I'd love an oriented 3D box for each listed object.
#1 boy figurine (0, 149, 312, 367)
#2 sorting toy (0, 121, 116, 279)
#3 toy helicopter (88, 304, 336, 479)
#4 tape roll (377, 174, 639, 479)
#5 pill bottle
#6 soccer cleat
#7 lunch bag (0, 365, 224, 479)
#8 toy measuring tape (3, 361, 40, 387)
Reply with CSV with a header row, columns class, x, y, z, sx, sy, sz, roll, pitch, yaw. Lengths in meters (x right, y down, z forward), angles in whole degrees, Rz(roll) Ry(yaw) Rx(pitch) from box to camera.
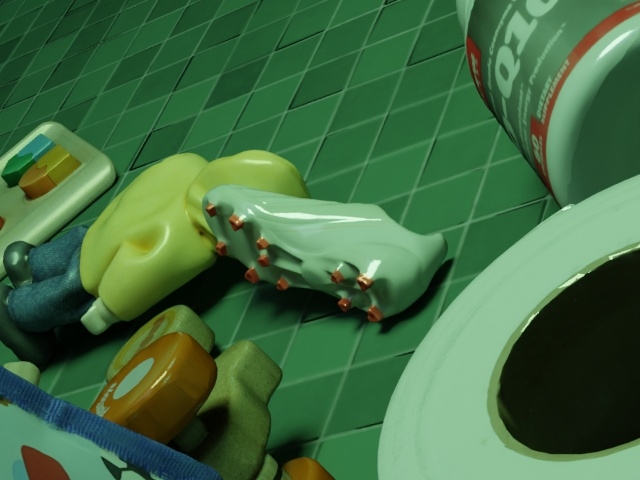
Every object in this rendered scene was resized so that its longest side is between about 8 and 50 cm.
class,x,y,z,sx,sy,sz,roll,pitch,yaw
boy figurine,-0.126,-0.002,1.365,0.285,0.092,0.177,-22,30,25
sorting toy,-0.301,-0.037,1.687,0.193,0.038,0.208,-41,27,-8
toy helicopter,-0.120,0.140,1.135,0.235,0.140,0.355,-42,15,10
tape roll,0.169,0.101,0.761,0.246,0.169,0.246,-28,29,17
pill bottle,0.181,-0.112,1.093,0.161,0.161,0.283,-34,27,6
soccer cleat,0.000,0.000,1.219,0.196,0.068,0.076,22,49,38
lunch bag,-0.224,0.295,0.839,0.385,0.239,0.328,-49,20,30
toy measuring tape,-0.265,0.201,1.155,0.330,0.121,0.121,-38,24,25
